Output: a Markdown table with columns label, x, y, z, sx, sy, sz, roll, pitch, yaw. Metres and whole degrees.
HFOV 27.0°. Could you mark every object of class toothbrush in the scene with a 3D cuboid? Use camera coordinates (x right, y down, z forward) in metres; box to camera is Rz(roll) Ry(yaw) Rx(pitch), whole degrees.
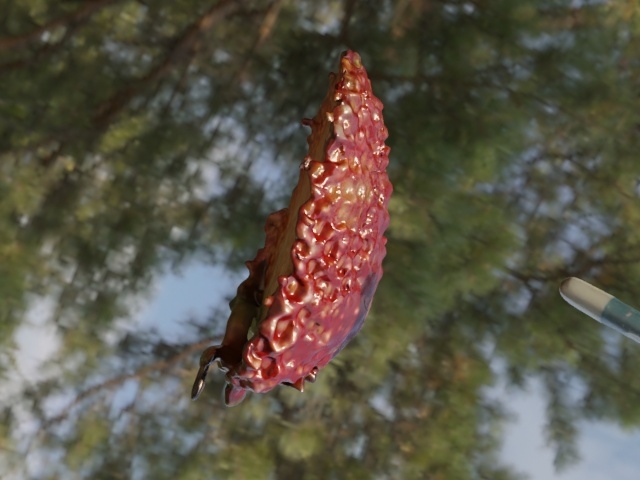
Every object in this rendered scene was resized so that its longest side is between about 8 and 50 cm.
| label | x | y | z | sx | sy | sz | roll | pitch | yaw |
| --- | --- | --- | --- | --- | --- | --- | --- | --- | --- |
| toothbrush | 0.239 | 0.085 | 0.671 | 0.275 | 0.019 | 0.025 | 27 | -98 | 27 |

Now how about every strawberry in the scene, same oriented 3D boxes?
| label | x | y | z | sx | sy | sz | roll | pitch | yaw |
| --- | --- | --- | --- | --- | --- | --- | --- | --- | --- |
| strawberry | 0.004 | 0.003 | 0.807 | 0.167 | 0.087 | 0.208 | -74 | -170 | -55 |
